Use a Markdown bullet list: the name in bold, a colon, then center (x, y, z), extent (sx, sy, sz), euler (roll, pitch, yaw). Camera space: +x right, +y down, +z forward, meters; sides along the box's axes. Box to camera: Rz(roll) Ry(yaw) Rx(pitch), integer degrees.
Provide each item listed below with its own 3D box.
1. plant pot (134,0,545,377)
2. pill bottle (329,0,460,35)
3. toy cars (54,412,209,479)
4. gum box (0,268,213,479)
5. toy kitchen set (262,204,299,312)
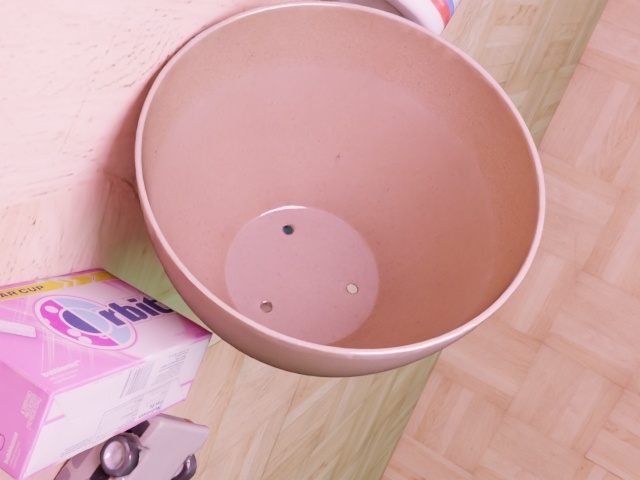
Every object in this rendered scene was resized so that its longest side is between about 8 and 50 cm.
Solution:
- **plant pot**: center (0.002, -0.011, 0.658), extent (0.284, 0.284, 0.191), euler (-51, 171, -30)
- **pill bottle**: center (0.097, -0.286, 0.713), extent (0.221, 0.124, 0.124), euler (-59, 162, -4)
- **toy cars**: center (-0.211, 0.304, 0.824), extent (0.176, 0.087, 0.393), euler (-22, 136, -40)
- **gum box**: center (-0.165, 0.077, 0.569), extent (0.062, 0.107, 0.188), euler (-66, 162, 14)
- **toy kitchen set**: center (0.000, 0.000, 0.879), extent (0.166, 0.122, 0.207), euler (-51, 160, -29)
